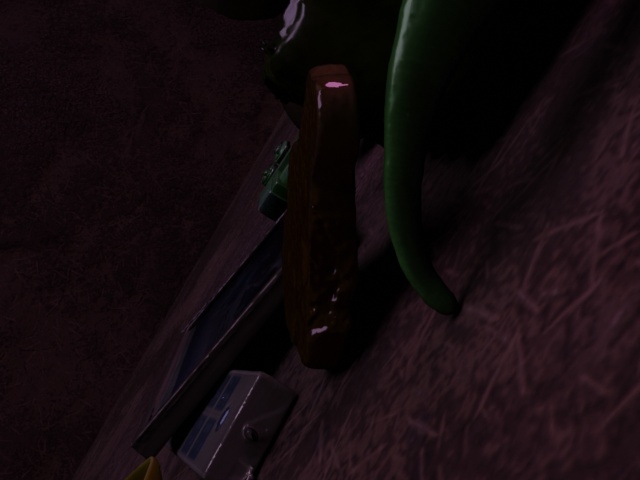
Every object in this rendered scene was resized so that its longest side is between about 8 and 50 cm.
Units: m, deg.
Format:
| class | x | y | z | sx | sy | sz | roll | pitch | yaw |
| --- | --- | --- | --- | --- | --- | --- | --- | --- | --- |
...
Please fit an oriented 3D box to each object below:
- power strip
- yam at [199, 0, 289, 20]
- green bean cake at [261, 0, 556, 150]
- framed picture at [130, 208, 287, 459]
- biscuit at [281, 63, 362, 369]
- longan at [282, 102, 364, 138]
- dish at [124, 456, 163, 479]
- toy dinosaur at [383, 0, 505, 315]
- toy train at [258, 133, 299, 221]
| class | x | y | z | sx | sy | sz | roll | pitch | yaw |
| --- | --- | --- | --- | --- | --- | --- | --- | --- | --- |
| power strip | -0.104 | 0.186 | 0.854 | 0.106 | 0.043 | 0.367 | -61 | 11 | -16 |
| yam | -0.050 | -0.288 | 0.701 | 0.107 | 0.107 | 0.194 | -65 | 4 | -36 |
| green bean cake | 0.098 | -0.238 | 0.752 | 0.335 | 0.218 | 0.319 | -82 | 18 | -81 |
| framed picture | -0.095 | 0.065 | 1.055 | 0.326 | 0.028 | 0.446 | -50 | 8 | 4 |
| biscuit | 0.001 | -0.009 | 0.661 | 0.320 | 0.047 | 0.183 | 95 | 167 | -47 |
| longan | 0.031 | -0.218 | 1.113 | 0.189 | 0.189 | 0.189 | -55 | 11 | 15 |
| dish | -0.184 | 0.309 | 0.764 | 0.208 | 0.080 | 0.149 | -59 | 14 | -14 |
| toy dinosaur | 0.198 | -0.225 | 0.528 | 0.144 | 0.374 | 0.500 | -135 | 37 | -85 |
| toy train | -0.022 | -0.146 | 1.366 | 0.251 | 0.085 | 0.119 | -55 | 16 | 27 |
